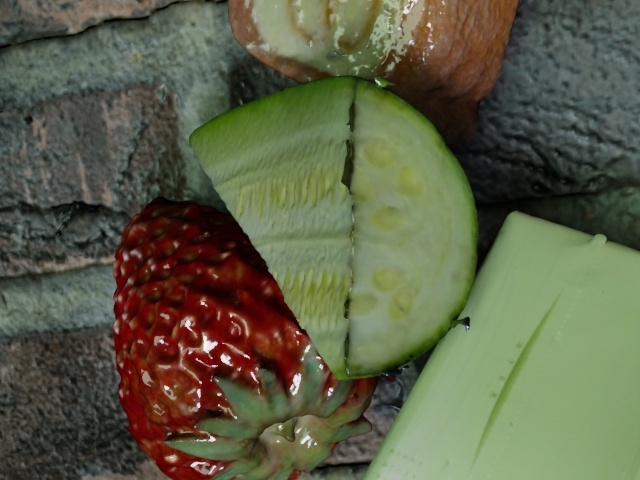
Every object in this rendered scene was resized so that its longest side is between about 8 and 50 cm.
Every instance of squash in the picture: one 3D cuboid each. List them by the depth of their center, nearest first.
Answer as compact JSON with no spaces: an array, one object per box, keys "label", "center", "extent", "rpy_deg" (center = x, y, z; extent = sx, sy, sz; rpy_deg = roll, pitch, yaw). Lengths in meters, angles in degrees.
[{"label":"squash","center":[0.000,0.000,0.926],"extent":[0.289,0.111,0.203],"rpy_deg":[-13,73,62]}]

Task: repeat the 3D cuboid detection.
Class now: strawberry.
[{"label":"strawberry","center":[-0.071,0.058,0.989],"extent":[0.205,0.205,0.244],"rpy_deg":[-50,49,25]}]

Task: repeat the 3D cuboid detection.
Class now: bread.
[{"label":"bread","center":[0.044,-0.202,0.918],"extent":[0.190,0.123,0.244],"rpy_deg":[23,105,27]}]

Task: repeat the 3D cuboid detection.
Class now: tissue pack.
[{"label":"tissue pack","center":[0.146,0.117,0.836],"extent":[0.159,0.125,0.234],"rpy_deg":[21,66,26]}]
